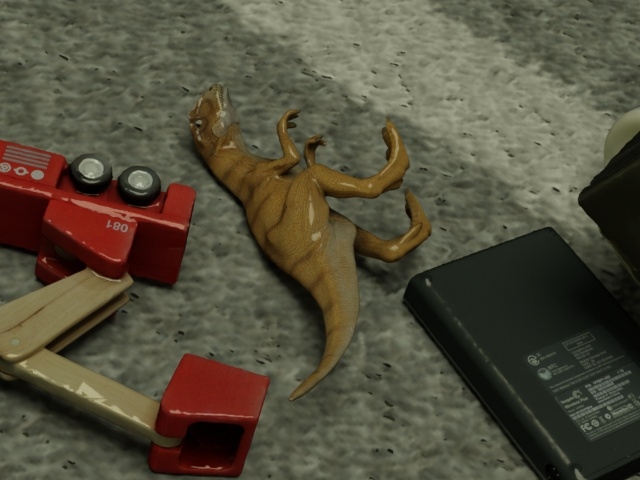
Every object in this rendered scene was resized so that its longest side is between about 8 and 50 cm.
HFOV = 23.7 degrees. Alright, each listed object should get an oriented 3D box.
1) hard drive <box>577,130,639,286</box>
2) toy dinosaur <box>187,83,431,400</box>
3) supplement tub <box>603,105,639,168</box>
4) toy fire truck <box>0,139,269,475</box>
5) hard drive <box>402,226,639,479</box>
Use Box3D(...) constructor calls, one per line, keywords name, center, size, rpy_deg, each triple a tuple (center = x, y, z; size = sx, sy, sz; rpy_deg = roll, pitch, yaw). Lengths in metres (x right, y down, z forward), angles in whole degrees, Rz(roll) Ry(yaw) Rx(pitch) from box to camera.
Box3D(name="hard drive", center=(0.297, -0.023, 0.788), size=(0.237, 0.064, 0.339), rpy_deg=(50, 52, -2))
Box3D(name="toy dinosaur", center=(0.000, 0.000, 0.748), size=(0.112, 0.064, 0.211), rpy_deg=(-23, 47, -11))
Box3D(name="supplement tub", center=(0.214, -0.054, 0.840), size=(0.107, 0.071, 0.071), rpy_deg=(-24, 59, -34))
Box3D(name="toy fire truck", center=(-0.113, 0.024, 0.689), size=(0.192, 0.047, 0.135), rpy_deg=(14, 48, -3))
Box3D(name="hard drive", center=(0.116, 0.056, 0.744), size=(0.094, 0.022, 0.135), rpy_deg=(-19, 57, -30))
